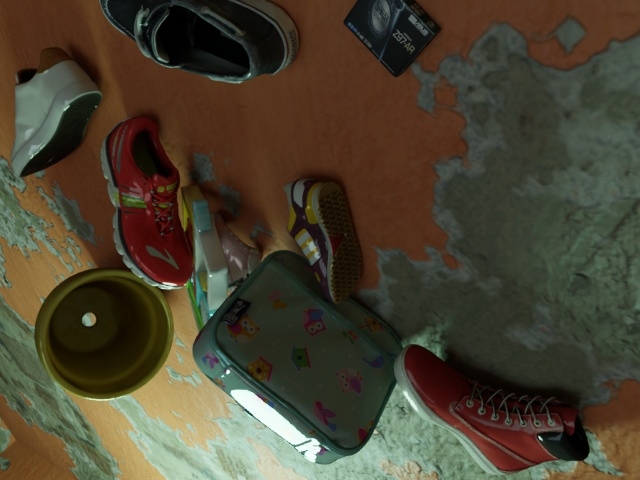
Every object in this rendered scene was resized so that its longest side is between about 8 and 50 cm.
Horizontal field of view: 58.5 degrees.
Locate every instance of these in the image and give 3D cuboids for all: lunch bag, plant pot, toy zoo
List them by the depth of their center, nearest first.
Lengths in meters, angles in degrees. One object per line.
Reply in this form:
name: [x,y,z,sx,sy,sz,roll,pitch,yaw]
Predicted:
lunch bag: [-0.025,0.153,0.816,0.279,0.224,0.108,41,143,-3]
toy zoo: [-0.189,0.047,0.926,0.293,0.030,0.192,100,152,-42]
plant pot: [-0.465,0.178,1.194,0.239,0.254,0.254,3,125,57]

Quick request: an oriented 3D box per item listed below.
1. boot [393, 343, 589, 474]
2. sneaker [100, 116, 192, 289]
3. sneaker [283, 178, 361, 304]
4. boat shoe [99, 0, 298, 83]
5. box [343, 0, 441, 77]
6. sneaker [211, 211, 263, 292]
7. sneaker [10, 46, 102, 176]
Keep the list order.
boot: [0.228,0.208,0.754,0.244,0.088,0.176,42,139,-8]
sneaker: [-0.260,-0.059,0.882,0.118,0.107,0.279,-22,88,41]
sneaker: [0.000,0.000,0.793,0.084,0.069,0.185,15,124,42]
boat shoe: [-0.176,-0.259,0.696,0.301,0.102,0.108,26,135,21]
box: [0.072,-0.220,0.587,0.083,0.018,0.067,47,139,-1]
sneaker: [-0.132,0.012,0.922,0.051,0.070,0.134,69,-176,-83]
sneaker: [-0.475,-0.220,0.984,0.290,0.106,0.123,-34,91,39]
